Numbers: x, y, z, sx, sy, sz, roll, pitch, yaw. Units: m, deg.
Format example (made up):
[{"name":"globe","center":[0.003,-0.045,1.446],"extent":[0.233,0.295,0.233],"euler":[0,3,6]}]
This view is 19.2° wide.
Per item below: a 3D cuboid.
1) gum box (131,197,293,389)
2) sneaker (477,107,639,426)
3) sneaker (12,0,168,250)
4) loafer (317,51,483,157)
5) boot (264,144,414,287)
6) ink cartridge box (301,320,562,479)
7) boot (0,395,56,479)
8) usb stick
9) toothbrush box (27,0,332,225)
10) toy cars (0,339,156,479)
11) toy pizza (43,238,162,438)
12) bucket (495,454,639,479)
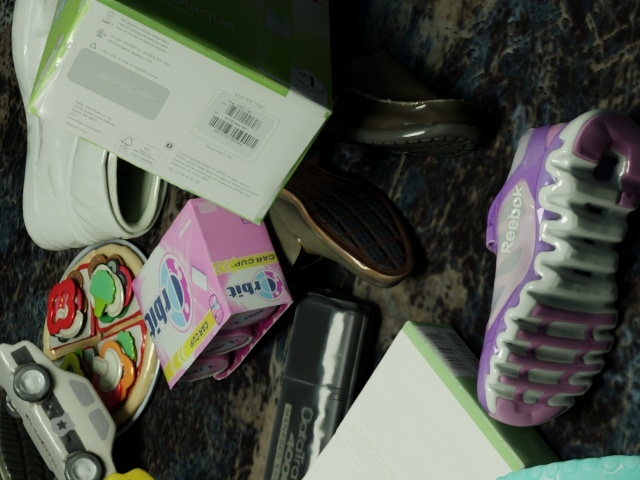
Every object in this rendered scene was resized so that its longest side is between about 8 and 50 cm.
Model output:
[{"name":"gum box","center":[-0.098,0.047,1.637],"extent":[0.188,0.062,0.107],"euler":[-50,57,57]},{"name":"sneaker","center":[0.160,0.016,1.381],"extent":[0.104,0.095,0.236],"euler":[16,90,56]},{"name":"sneaker","center":[-0.209,-0.140,1.829],"extent":[0.169,0.108,0.293],"euler":[-4,90,47]},{"name":"loafer","center":[0.047,-0.115,1.536],"extent":[0.220,0.080,0.078],"euler":[12,92,50]},{"name":"boot","center":[0.000,0.000,1.595],"extent":[0.219,0.082,0.106],"euler":[45,138,39]},{"name":"ink cartridge box","center":[0.067,0.204,1.468],"extent":[0.171,0.056,0.235],"euler":[52,121,39]},{"name":"boot","center":[-0.312,0.268,1.881],"extent":[0.137,0.077,0.198],"euler":[-42,53,37]},{"name":"usb stick","center":[-0.011,0.179,1.575],"extent":[0.077,0.045,0.278],"euler":[12,92,41]},{"name":"toothbrush box","center":[-0.107,-0.165,1.546],"extent":[0.122,0.206,0.283],"euler":[-57,16,24]},{"name":"toy cars","center":[-0.171,0.219,1.705],"extent":[0.393,0.087,0.176],"euler":[41,151,42]},{"name":"toy pizza","center":[-0.219,0.096,1.840],"extent":[0.201,0.032,0.201],"euler":[-12,73,47]},{"name":"bucket","center":[0.209,0.246,1.143],"extent":[0.281,0.281,0.183],"euler":[-20,59,46]}]
